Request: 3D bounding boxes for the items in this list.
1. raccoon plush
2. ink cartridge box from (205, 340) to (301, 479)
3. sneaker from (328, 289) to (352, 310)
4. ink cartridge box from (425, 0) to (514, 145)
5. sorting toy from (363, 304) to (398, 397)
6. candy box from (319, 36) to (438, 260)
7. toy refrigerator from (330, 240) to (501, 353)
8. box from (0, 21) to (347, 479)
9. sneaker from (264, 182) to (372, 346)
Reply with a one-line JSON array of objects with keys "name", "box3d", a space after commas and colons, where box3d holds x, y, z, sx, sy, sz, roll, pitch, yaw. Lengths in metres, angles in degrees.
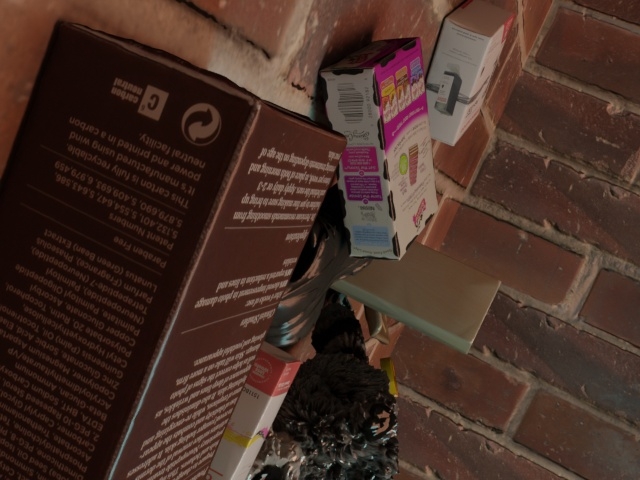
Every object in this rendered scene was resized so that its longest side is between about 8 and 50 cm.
[{"name": "raccoon plush", "box3d": [-0.067, 0.268, 1.109, 0.446, 0.299, 0.216, -118, -150, -69]}, {"name": "ink cartridge box", "box3d": [-0.119, 0.196, 0.784, 0.198, 0.115, 0.067, -65, 166, 0]}, {"name": "sneaker", "box3d": [0.041, 0.116, 1.340, 0.040, 0.043, 0.109, -56, 161, -22]}, {"name": "ink cartridge box", "box3d": [0.256, -0.304, 1.297, 0.158, 0.092, 0.218, -47, 159, -47]}, {"name": "sorting toy", "box3d": [0.088, 0.116, 1.237, 0.229, 0.041, 0.307, 56, 25, -75]}, {"name": "candy box", "box3d": [0.078, -0.114, 0.877, 0.159, 0.071, 0.233, -44, 130, -53]}, {"name": "toy refrigerator", "box3d": [0.115, 0.057, 1.056, 0.102, 0.269, 0.094, -61, 165, -15]}, {"name": "box", "box3d": [-0.133, 0.070, 0.497, 0.381, 0.143, 0.191, -68, 165, 7]}, {"name": "sneaker", "box3d": [0.000, 0.000, 0.907, 0.286, 0.109, 0.130, -55, 157, -38]}]
